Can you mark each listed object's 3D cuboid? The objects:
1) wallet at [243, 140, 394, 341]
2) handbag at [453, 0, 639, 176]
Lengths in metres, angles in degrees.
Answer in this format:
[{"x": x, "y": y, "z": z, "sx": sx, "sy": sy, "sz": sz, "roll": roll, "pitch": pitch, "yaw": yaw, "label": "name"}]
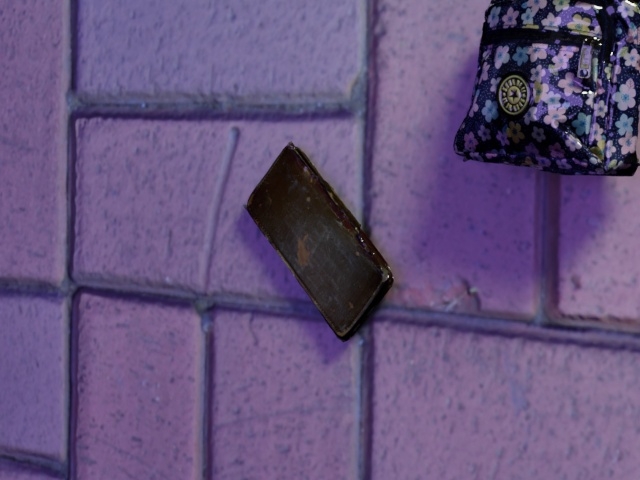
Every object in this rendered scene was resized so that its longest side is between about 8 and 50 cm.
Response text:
[{"x": 0.000, "y": 0.000, "z": 1.958, "sx": 0.232, "sy": 0.031, "sz": 0.122, "roll": 55, "pitch": 126, "yaw": 26, "label": "wallet"}, {"x": 0.246, "y": -0.173, "z": 1.694, "sx": 0.229, "sy": 0.127, "sz": 0.207, "roll": 12, "pitch": 100, "yaw": 47, "label": "handbag"}]
